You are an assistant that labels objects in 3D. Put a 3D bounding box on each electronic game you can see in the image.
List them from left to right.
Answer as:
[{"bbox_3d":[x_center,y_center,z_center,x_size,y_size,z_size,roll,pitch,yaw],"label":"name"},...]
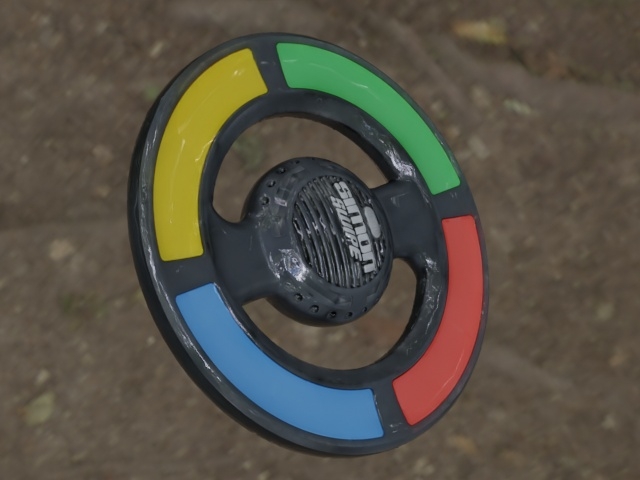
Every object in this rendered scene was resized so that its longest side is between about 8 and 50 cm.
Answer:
[{"bbox_3d":[0.000,0.000,0.888,0.229,0.048,0.229,15,64,-34],"label":"electronic game"}]
